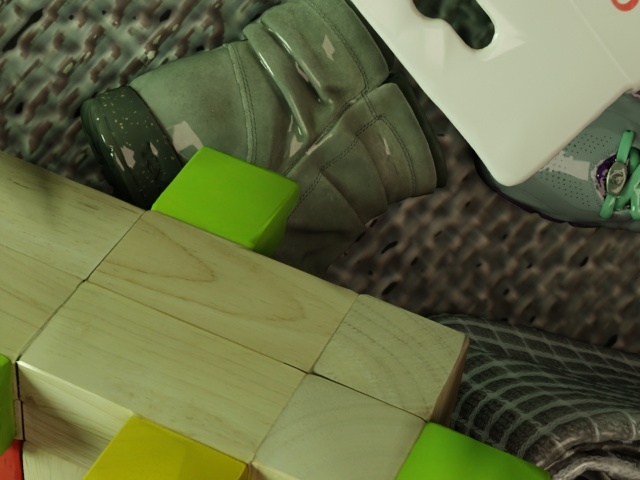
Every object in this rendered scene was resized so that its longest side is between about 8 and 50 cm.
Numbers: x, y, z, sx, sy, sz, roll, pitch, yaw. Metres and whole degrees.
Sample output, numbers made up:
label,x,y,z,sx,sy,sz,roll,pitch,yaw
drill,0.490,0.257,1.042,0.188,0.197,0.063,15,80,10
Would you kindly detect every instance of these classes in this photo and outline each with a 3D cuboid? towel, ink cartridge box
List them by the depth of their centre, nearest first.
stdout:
label,x,y,z,sx,sy,sz,roll,pitch,yaw
ink cartridge box,0.143,-0.217,0.692,0.353,0.119,0.207,-42,110,-3
towel,0.176,0.127,0.729,0.283,0.235,0.121,15,93,-18

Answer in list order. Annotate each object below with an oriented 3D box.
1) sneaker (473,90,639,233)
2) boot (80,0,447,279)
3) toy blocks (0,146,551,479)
label,x,y,z,sx,sy,sz,roll,pitch,yaw
sneaker,0.195,-0.033,0.762,0.223,0.098,0.083,9,101,-17
boot,0.000,0.000,0.734,0.161,0.083,0.246,-28,110,-13
toy blocks,-0.103,0.108,0.651,0.381,0.191,0.261,22,135,14
